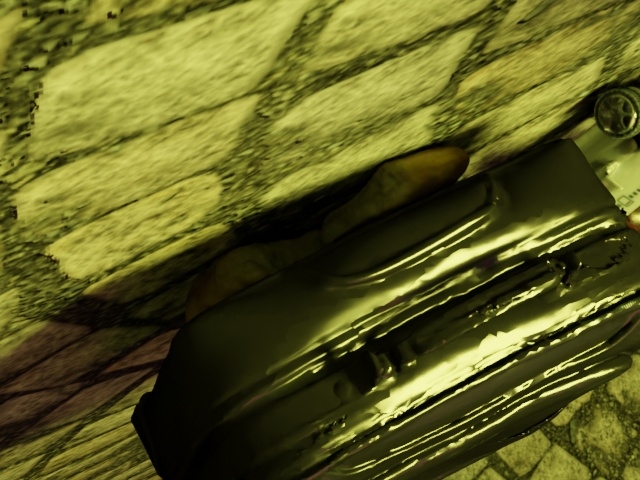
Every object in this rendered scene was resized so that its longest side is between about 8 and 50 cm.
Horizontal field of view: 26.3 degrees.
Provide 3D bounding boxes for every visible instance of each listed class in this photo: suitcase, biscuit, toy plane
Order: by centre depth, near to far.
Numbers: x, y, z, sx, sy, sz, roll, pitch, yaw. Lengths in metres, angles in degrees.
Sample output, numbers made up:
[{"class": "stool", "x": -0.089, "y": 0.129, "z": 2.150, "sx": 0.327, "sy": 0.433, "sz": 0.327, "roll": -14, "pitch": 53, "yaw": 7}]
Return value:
[{"class": "biscuit", "x": 0.000, "y": 0.000, "z": 0.972, "sx": 0.183, "sy": 0.039, "sz": 0.174, "roll": -22, "pitch": 169, "yaw": -29}, {"class": "suitcase", "x": 0.050, "y": 0.088, "z": 0.988, "sx": 0.345, "sy": 0.188, "sz": 0.339, "roll": -24, "pitch": 164, "yaw": -20}, {"class": "toy plane", "x": 0.240, "y": -0.062, "z": 1.099, "sx": 0.255, "sy": 0.101, "sz": 0.251, "roll": -31, "pitch": 172, "yaw": 40}]

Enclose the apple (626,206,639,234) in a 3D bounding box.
[{"class": "apple", "x": 0.335, "y": -0.045, "z": 1.306, "sx": 0.158, "sy": 0.147, "sz": 0.156, "roll": -28, "pitch": 142, "yaw": -56}]
